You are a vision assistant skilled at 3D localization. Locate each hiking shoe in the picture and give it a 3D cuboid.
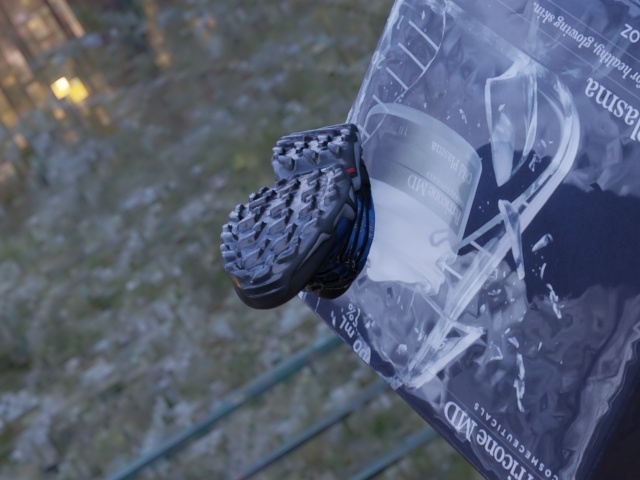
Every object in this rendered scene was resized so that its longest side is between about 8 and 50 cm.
[{"bbox_3d":[0.000,0.000,1.695,0.113,0.132,0.304,-13,20,20],"label":"hiking shoe"}]

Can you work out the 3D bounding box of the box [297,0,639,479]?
[{"bbox_3d":[0.270,-0.035,1.883,0.297,0.480,0.472,1,-61,-40],"label":"box"}]
